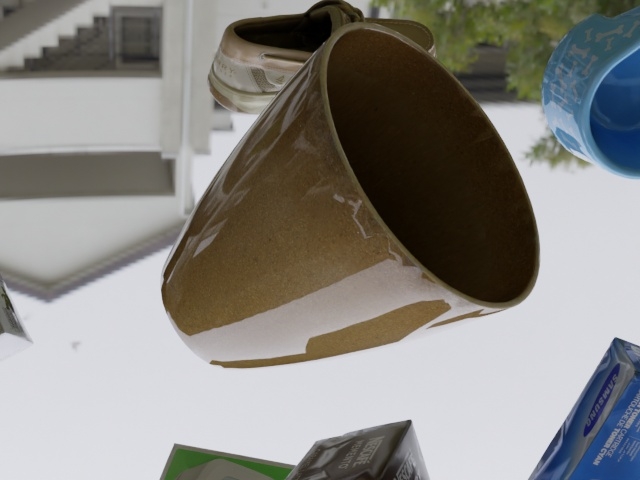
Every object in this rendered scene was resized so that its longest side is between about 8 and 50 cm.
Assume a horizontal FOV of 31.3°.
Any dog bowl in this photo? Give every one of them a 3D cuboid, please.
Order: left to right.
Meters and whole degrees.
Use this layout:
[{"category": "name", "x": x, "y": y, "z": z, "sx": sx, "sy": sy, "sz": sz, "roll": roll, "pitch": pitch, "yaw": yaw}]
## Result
[{"category": "dog bowl", "x": 0.345, "y": -0.168, "z": 1.033, "sx": 0.297, "sy": 0.166, "sz": 0.074, "roll": -36, "pitch": -154, "yaw": 13}]

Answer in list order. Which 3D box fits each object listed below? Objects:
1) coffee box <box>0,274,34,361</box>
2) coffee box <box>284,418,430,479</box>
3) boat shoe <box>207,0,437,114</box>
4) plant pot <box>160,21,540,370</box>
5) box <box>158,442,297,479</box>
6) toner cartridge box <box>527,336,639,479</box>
[{"category": "coffee box", "x": -0.512, "y": 0.035, "z": 1.444, "sx": 0.168, "sy": 0.119, "sz": 0.297, "roll": -29, "pitch": -103, "yaw": -2}, {"category": "coffee box", "x": 0.056, "y": 0.298, "z": 0.973, "sx": 0.098, "sy": 0.246, "sz": 0.141, "roll": -15, "pitch": -172, "yaw": 18}, {"category": "boat shoe", "x": 0.021, "y": -0.245, "z": 1.463, "sx": 0.341, "sy": 0.110, "sz": 0.121, "roll": -17, "pitch": -126, "yaw": -33}, {"category": "plant pot", "x": 0.000, "y": 0.000, "z": 0.894, "sx": 0.237, "sy": 0.254, "sz": 0.237, "roll": 31, "pitch": -139, "yaw": -32}, {"category": "box", "x": -0.038, "y": 0.348, "z": 1.233, "sx": 0.262, "sy": 0.231, "sz": 0.127, "roll": 7, "pitch": -129, "yaw": 15}, {"category": "toner cartridge box", "x": 0.305, "y": 0.285, "z": 1.209, "sx": 0.165, "sy": 0.348, "sz": 0.075, "roll": 20, "pitch": -159, "yaw": -13}]
